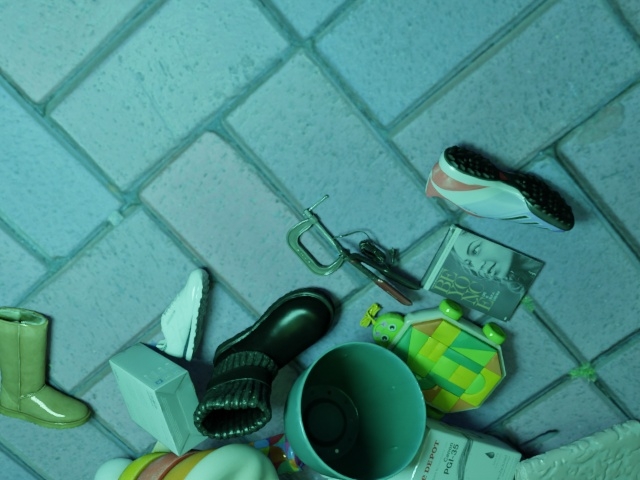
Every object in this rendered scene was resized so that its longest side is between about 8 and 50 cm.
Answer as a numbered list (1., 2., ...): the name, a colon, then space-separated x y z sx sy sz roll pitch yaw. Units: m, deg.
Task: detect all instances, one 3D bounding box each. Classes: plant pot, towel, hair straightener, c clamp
1. plant pot: 0.050 0.393 1.712 0.293 0.293 0.235 29 152 -10
2. towel: 0.627 0.609 1.852 0.332 0.053 0.317 -17 114 -15
3. hair straightener: 0.127 0.049 1.692 0.230 0.047 0.089 35 74 -12
4. c clamp: 0.000 0.000 1.687 0.137 0.022 0.160 -31 108 14

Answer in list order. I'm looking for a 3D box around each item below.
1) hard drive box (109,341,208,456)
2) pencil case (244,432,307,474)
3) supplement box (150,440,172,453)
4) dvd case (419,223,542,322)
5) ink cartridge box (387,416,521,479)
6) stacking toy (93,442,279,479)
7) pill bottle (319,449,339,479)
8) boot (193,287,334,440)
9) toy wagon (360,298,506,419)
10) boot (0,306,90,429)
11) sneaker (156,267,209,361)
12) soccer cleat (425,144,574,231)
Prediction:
1. hard drive box: -0.368 0.354 1.746 0.089 0.232 0.181 -29 118 -32
2. pencil case: -0.151 0.545 1.892 0.236 0.104 0.104 -15 112 10
3. supplement box: -0.386 0.526 1.925 0.062 0.036 0.098 25 112 -7
4. dvd case: 0.353 0.075 1.706 0.221 0.018 0.164 23 113 -7
5. ink cartridge box: 0.295 0.538 1.779 0.283 0.117 0.207 21 89 -26
6. stacking toy: -0.361 0.594 1.784 0.480 0.350 0.350 7 119 38
7. pill bottle: 0.016 0.519 1.877 0.087 0.087 0.160 -26 110 13
8. boot: -0.114 0.272 1.680 0.348 0.260 0.131 -38 107 17
9. toy wagon: 0.246 0.260 1.764 0.344 0.068 0.267 29 111 -10
10. boot: -0.658 0.304 1.815 0.236 0.089 0.269 8 112 -1
11. sneaker: -0.312 0.165 1.743 0.095 0.090 0.235 18 112 5
12. soccer cleat: 0.373 -0.085 1.602 0.318 0.108 0.116 23 133 -9
